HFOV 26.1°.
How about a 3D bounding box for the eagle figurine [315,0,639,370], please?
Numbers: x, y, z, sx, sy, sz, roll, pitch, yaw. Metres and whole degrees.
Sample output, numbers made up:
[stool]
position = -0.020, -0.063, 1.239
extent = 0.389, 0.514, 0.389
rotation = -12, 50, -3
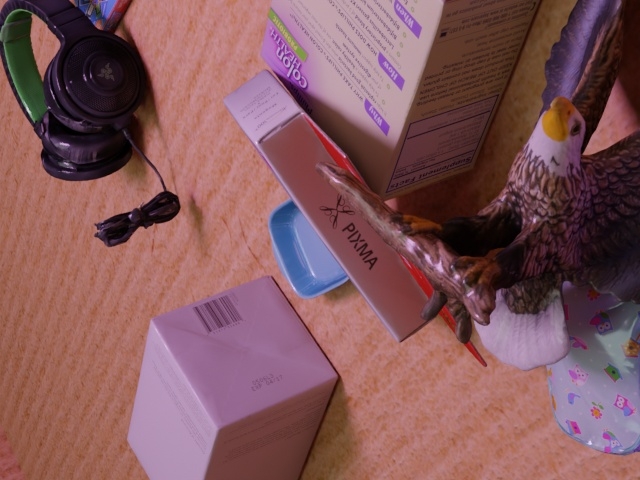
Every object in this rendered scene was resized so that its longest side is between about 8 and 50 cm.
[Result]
[eagle figurine]
position = 0.189, -0.058, 0.981
extent = 0.226, 0.298, 0.225
rotation = 54, 168, -5

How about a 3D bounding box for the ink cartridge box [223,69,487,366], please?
[ink cartridge box]
position = 0.030, -0.009, 1.300
extent = 0.275, 0.060, 0.239
rotation = 54, 180, -30

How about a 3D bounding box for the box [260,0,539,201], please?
[box]
position = 0.065, -0.199, 1.230
extent = 0.213, 0.117, 0.243
rotation = 53, 147, 28

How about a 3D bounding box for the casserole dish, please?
[casserole dish]
position = 0.000, 0.000, 1.561
extent = 0.188, 0.037, 0.114
rotation = -29, 82, 61

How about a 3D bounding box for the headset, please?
[headset]
position = -0.337, -0.164, 1.892
extent = 0.394, 0.185, 0.243
rotation = 47, 146, 18

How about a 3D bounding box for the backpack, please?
[backpack]
position = 0.242, 0.076, 1.094
extent = 0.152, 0.115, 0.182
rotation = 20, 123, 56

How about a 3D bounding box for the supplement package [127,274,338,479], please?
[supplement package]
position = -0.121, 0.218, 1.768
extent = 0.175, 0.177, 0.293
rotation = 54, 148, 27

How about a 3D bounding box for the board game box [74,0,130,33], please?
[board game box]
position = -0.284, -0.384, 1.824
extent = 0.145, 0.027, 0.281
rotation = 67, 152, 9
